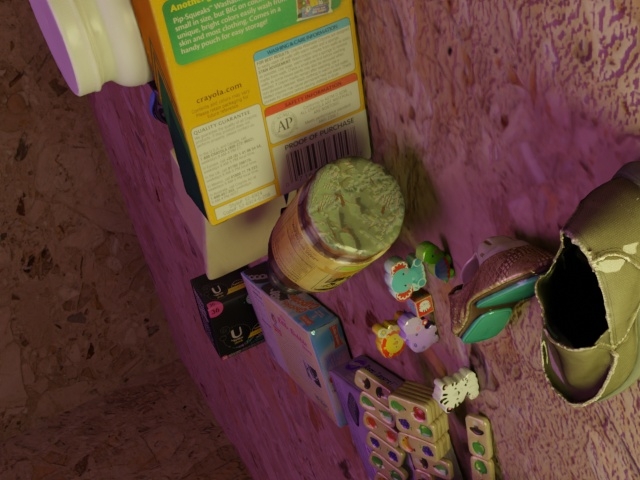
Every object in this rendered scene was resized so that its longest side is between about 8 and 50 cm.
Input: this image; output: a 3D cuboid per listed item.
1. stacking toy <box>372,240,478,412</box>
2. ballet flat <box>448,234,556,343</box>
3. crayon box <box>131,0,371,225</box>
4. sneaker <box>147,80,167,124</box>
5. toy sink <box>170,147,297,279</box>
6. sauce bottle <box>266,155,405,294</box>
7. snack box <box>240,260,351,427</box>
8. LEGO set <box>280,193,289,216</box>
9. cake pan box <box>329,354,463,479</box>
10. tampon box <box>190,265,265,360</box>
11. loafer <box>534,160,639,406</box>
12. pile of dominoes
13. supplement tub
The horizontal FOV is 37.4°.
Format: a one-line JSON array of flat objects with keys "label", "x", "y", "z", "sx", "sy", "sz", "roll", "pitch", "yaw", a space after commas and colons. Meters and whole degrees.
[{"label": "stacking toy", "x": 0.100, "y": 0.072, "z": 1.083, "sx": 0.167, "sy": 0.052, "sz": 0.221, "roll": 38, "pitch": 148, "yaw": 57}, {"label": "ballet flat", "x": 0.154, "y": 0.035, "z": 0.841, "sx": 0.206, "sy": 0.073, "sz": 0.067, "roll": 117, "pitch": 141, "yaw": -65}, {"label": "crayon box", "x": -0.067, "y": -0.194, "z": 0.960, "sx": 0.083, "sy": 0.203, "sz": 0.323, "roll": 49, "pitch": 156, "yaw": 45}, {"label": "sneaker", "x": -0.288, "y": -0.283, "z": 1.804, "sx": 0.078, "sy": 0.067, "sz": 0.188, "roll": 38, "pitch": 154, "yaw": 15}, {"label": "toy sink", "x": -0.135, "y": -0.066, "z": 1.449, "sx": 0.131, "sy": 0.152, "sz": 0.234, "roll": 59, "pitch": 164, "yaw": 21}, {"label": "sauce bottle", "x": 0.000, "y": 0.000, "z": 1.085, "sx": 0.111, "sy": 0.111, "sz": 0.344, "roll": 64, "pitch": 165, "yaw": 5}, {"label": "snack box", "x": -0.034, "y": 0.169, "z": 1.627, "sx": 0.322, "sy": 0.060, "sz": 0.187, "roll": 34, "pitch": 145, "yaw": 61}, {"label": "LEGO set", "x": -0.067, "y": -0.139, "z": 1.176, "sx": 0.182, "sy": 0.060, "sz": 0.244, "roll": -83, "pitch": -18, "yaw": -55}, {"label": "cake pan box", "x": 0.122, "y": 0.318, "z": 1.341, "sx": 0.267, "sy": 0.070, "sz": 0.246, "roll": 70, "pitch": 165, "yaw": -15}, {"label": "tampon box", "x": -0.183, "y": 0.142, "z": 1.947, "sx": 0.101, "sy": 0.120, "sz": 0.161, "roll": 51, "pitch": 159, "yaw": 42}, {"label": "loafer", "x": 0.191, "y": 0.046, "z": 0.694, "sx": 0.094, "sy": 0.087, "sz": 0.251, "roll": 53, "pitch": 160, "yaw": 36}, {"label": "pile of dominoes", "x": 0.124, "y": 0.289, "z": 1.169, "sx": 0.196, "sy": 0.040, "sz": 0.251, "roll": 12, "pitch": 122, "yaw": 40}, {"label": "supplement tub", "x": -0.167, "y": -0.282, "z": 1.023, "sx": 0.191, "sy": 0.272, "sz": 0.191, "roll": 56, "pitch": 162, "yaw": 29}]
